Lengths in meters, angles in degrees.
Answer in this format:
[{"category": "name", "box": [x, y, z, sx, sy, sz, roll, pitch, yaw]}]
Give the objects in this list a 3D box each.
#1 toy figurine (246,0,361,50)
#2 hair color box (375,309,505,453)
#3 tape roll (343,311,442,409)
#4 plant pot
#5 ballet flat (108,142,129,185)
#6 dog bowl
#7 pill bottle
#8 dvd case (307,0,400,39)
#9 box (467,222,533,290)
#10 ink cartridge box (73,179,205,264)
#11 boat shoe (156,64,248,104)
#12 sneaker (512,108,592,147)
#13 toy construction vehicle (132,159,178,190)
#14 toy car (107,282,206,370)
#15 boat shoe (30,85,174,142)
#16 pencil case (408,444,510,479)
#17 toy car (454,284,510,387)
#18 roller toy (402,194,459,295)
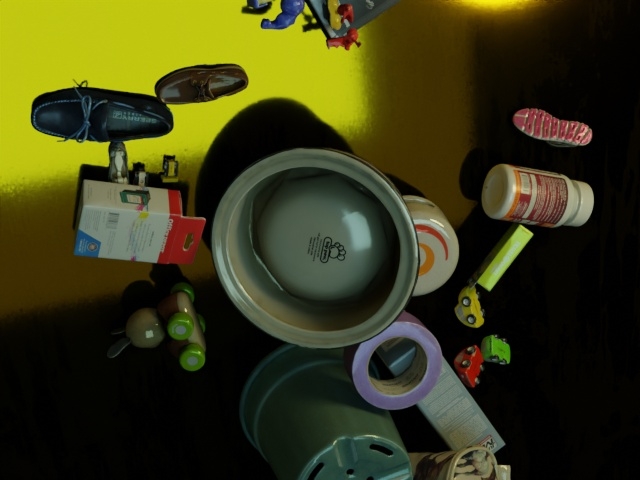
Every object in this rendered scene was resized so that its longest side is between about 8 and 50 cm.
[{"category": "toy figurine", "box": [-0.066, -0.494, 1.536, 0.217, 0.191, 0.362, -11, 114, -6]}, {"category": "hair color box", "box": [0.255, 0.332, 2.004, 0.114, 0.185, 0.374, -37, 118, -1]}, {"category": "tape roll", "box": [0.146, 0.240, 1.790, 0.189, 0.080, 0.189, -3, 104, -11]}, {"category": "plant pot", "box": [0.024, 0.432, 1.894, 0.341, 0.334, 0.341, -6, 115, -14]}, {"category": "ballet flat", "box": [-0.387, -0.131, 1.696, 0.041, 0.041, 0.114, -5, 114, -15]}, {"category": "dog bowl", "box": [0.000, 0.000, 1.731, 0.408, 0.150, 0.408, 4, 109, 12]}, {"category": "pill bottle", "box": [0.475, -0.093, 1.930, 0.221, 0.121, 0.121, 8, 109, -20]}, {"category": "dvd case", "box": [0.040, -0.519, 1.670, 0.179, 0.029, 0.238, -34, 117, -1]}, {"category": "box", "box": [0.398, 0.041, 1.969, 0.042, 0.109, 0.178, 36, 99, 1]}, {"category": "ink cartridge box", "box": [-0.349, -0.032, 1.706, 0.231, 0.078, 0.134, 6, 132, -20]}, {"category": "boat shoe", "box": [-0.221, -0.292, 1.667, 0.178, 0.060, 0.064, -13, 115, -11]}, {"category": "sneaker", "box": [0.493, -0.236, 1.910, 0.170, 0.075, 0.063, 13, 82, 0]}, {"category": "toy construction vehicle", "box": [-0.324, -0.112, 1.731, 0.086, 0.035, 0.098, -6, 117, -27]}, {"category": "toy car", "box": [-0.337, 0.190, 1.791, 0.188, 0.155, 0.149, -15, 116, 0]}, {"category": "boat shoe", "box": [-0.398, -0.230, 1.623, 0.258, 0.089, 0.109, -7, 114, -14]}, {"category": "pencil case", "box": [0.222, 0.545, 1.980, 0.183, 0.410, 0.160, 17, 68, -32]}, {"category": "toy car", "box": [0.371, 0.241, 2.045, 0.053, 0.239, 0.225, -12, 152, 35]}, {"category": "roller toy", "box": [0.190, 0.010, 1.871, 0.191, 0.146, 0.209, -39, 110, 10]}]
